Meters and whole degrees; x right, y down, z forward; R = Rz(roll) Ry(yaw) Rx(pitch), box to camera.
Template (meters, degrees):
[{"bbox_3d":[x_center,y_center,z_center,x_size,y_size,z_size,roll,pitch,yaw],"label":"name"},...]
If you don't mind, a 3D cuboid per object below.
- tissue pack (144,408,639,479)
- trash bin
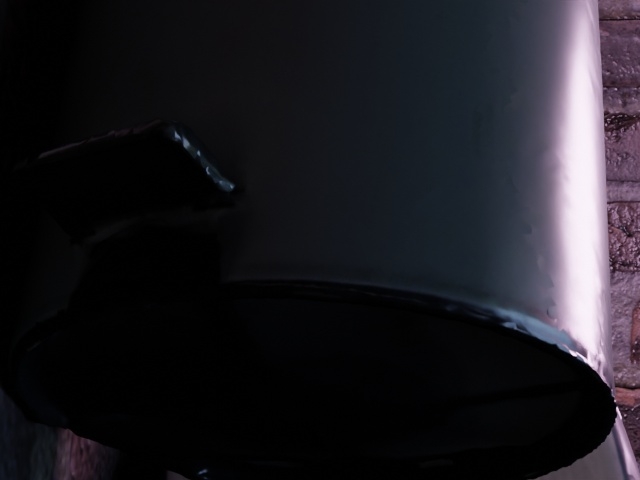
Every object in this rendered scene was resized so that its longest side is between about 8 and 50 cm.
[{"bbox_3d":[0.054,0.244,0.723,0.264,0.253,0.416,-98,177,-62],"label":"tissue pack"},{"bbox_3d":[0.005,-0.053,0.516,0.277,0.217,0.262,41,46,-51],"label":"trash bin"}]
